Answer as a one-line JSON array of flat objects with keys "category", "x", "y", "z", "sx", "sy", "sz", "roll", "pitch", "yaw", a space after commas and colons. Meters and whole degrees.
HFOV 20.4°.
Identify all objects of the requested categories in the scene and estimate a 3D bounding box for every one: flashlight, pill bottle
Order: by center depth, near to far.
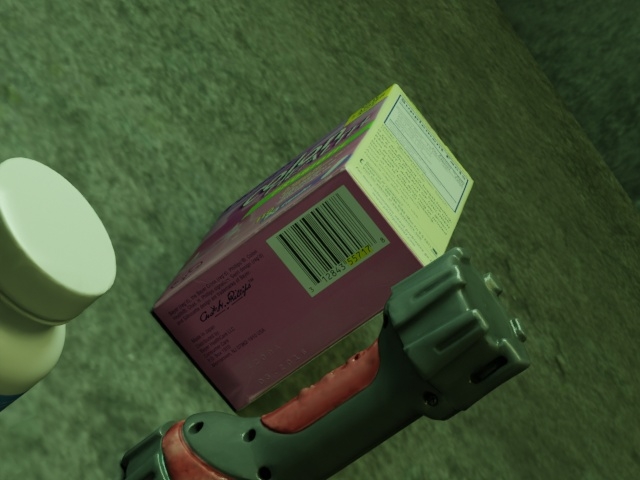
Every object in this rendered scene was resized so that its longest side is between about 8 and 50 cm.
[{"category": "pill bottle", "x": -0.223, "y": 0.053, "z": 1.007, "sx": 0.124, "sy": 0.221, "sz": 0.124, "roll": 43, "pitch": 25, "yaw": -26}, {"category": "flashlight", "x": -0.003, "y": 0.114, "z": 1.245, "sx": 0.103, "sy": 0.304, "sz": 0.103, "roll": 44, "pitch": 23, "yaw": -21}]

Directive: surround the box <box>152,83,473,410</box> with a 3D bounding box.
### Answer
[{"category": "box", "x": 0.000, "y": 0.000, "z": 1.531, "sx": 0.117, "sy": 0.213, "sz": 0.243, "roll": 51, "pitch": 23, "yaw": -8}]
